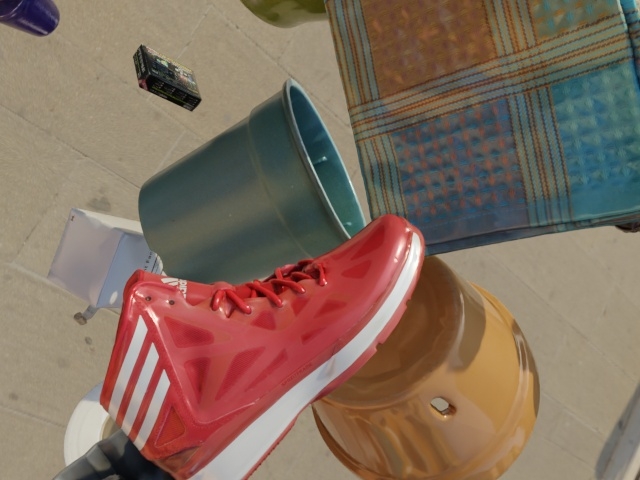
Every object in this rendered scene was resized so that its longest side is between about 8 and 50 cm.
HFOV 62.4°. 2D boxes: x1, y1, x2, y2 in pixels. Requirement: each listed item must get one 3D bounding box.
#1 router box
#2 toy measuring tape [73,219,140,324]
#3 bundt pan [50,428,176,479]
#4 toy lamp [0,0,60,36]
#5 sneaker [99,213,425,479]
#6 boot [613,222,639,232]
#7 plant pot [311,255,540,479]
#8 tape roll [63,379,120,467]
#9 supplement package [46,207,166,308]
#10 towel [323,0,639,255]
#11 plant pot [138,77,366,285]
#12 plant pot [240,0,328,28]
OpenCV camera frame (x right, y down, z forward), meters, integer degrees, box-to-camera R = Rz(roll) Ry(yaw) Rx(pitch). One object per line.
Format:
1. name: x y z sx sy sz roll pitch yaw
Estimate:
1. router box: -0.298 -0.315 1.029 0.038 0.092 0.122 -39 144 27
2. toy measuring tape: -0.572 0.066 1.412 0.121 0.121 0.330 46 58 -26
3. bundt pan: -0.249 0.366 0.680 0.331 0.331 0.124 -34 104 -20
4. toy lamp: -0.398 -0.316 0.568 0.080 0.080 0.274 -65 161 -5
5. sneaker: -0.039 0.038 0.324 0.128 0.087 0.221 46 73 -14
6. boot: 0.445 -0.094 0.619 0.091 0.229 0.263 26 98 -51
7. plant pot: 0.096 0.137 0.632 0.291 0.291 0.203 -50 137 -13
8. tape roll: -0.336 0.382 0.984 0.246 0.169 0.246 8 54 -11
9. supplement package: -0.440 0.052 1.244 0.293 0.177 0.175 17 93 -63
10. towel: 0.134 -0.174 0.483 0.040 0.271 0.370 -15 92 -56
11. plant pot: -0.127 -0.068 0.986 0.334 0.341 0.341 -24 112 13
12. plant pot: 0.036 -0.478 0.752 0.366 0.353 0.367 6 82 -49
